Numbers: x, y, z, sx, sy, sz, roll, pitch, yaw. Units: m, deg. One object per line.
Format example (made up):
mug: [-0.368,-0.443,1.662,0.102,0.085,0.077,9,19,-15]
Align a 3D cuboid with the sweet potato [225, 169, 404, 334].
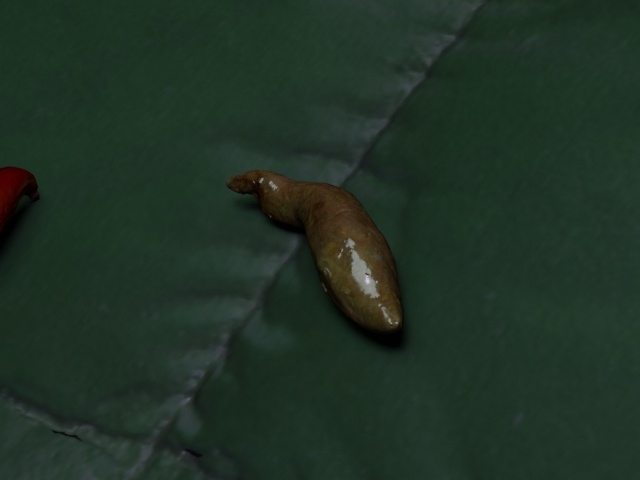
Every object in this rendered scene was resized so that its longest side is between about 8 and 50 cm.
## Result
sweet potato: [0.005,-0.002,0.941,0.041,0.038,0.153,-13,34,-24]

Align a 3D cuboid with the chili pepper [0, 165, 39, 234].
chili pepper: [-0.318,0.056,1.008,0.368,0.092,0.137,-14,22,1]
